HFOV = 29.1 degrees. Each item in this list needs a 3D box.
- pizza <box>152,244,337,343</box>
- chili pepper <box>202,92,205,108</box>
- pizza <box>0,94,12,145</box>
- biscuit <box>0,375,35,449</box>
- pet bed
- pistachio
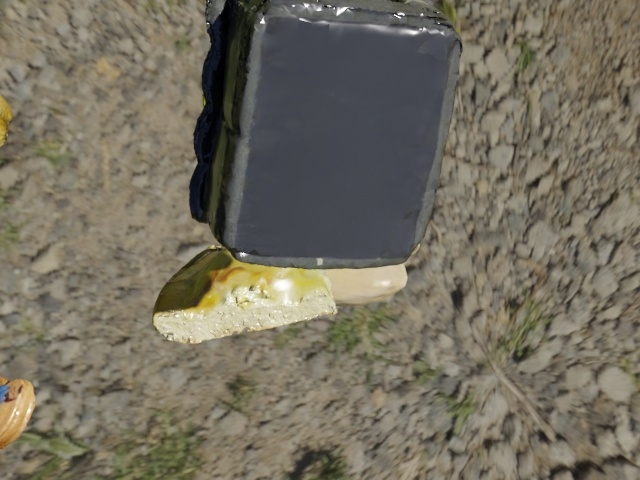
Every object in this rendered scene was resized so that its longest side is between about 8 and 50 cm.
[{"bbox_3d":[-0.082,0.029,1.325,0.188,0.204,0.081,-8,110,1],"label":"pizza"},{"bbox_3d":[-0.116,-0.125,1.310,0.017,0.083,0.030,-33,70,-17],"label":"chili pepper"},{"bbox_3d":[-0.297,-0.092,0.832,0.134,0.175,0.046,-23,68,19],"label":"pizza"},{"bbox_3d":[-0.398,0.187,1.230,0.280,0.043,0.183,-15,56,23],"label":"biscuit"},{"bbox_3d":[-0.001,-0.098,0.939,0.183,0.159,0.211,1,111,-18],"label":"pet bed"},{"bbox_3d":[0.000,0.000,1.443,0.229,0.157,0.157,13,86,14],"label":"pistachio"}]
